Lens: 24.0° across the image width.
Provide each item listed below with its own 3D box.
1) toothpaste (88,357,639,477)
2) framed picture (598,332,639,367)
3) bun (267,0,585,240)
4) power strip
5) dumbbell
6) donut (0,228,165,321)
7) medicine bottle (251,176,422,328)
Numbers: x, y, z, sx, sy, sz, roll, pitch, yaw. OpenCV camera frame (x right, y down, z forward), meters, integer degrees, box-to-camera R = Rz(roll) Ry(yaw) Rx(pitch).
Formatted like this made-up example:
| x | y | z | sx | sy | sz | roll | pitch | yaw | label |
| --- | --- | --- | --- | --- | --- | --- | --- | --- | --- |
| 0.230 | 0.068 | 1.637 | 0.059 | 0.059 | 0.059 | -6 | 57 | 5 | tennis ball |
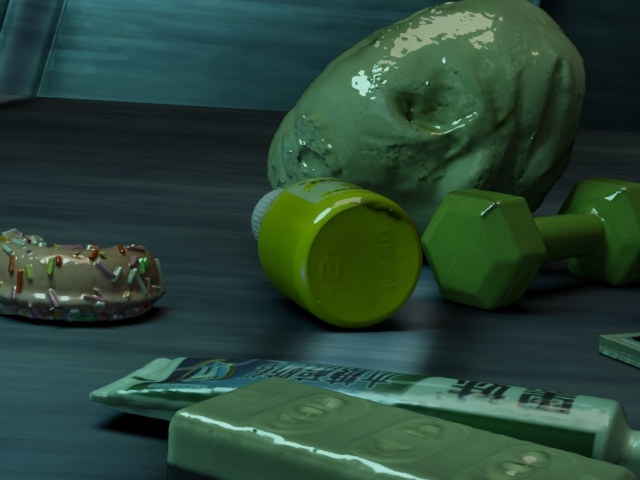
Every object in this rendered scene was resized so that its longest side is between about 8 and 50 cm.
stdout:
| x | y | z | sx | sy | sz | roll | pitch | yaw | label |
| --- | --- | --- | --- | --- | --- | --- | --- | --- | --- |
| 0.042 | 0.111 | 0.957 | 0.392 | 0.061 | 0.099 | 6 | 13 | 22 | toothpaste |
| 0.350 | 0.105 | 1.239 | 0.150 | 0.015 | 0.203 | -1 | 12 | -30 | framed picture |
| 0.124 | -0.104 | 1.652 | 0.362 | 0.234 | 0.326 | -28 | -11 | 1 | bun |
| 0.035 | 0.133 | 0.812 | 0.256 | 0.070 | 0.105 | 9 | 11 | 33 | power strip |
| 0.232 | -0.002 | 1.525 | 0.302 | 0.121 | 0.108 | -7 | 44 | -46 | dumbbell |
| -0.219 | 0.032 | 1.287 | 0.166 | 0.065 | 0.117 | 2 | 10 | 0 | donut |
| 0.000 | 0.000 | 1.386 | 0.122 | 0.122 | 0.212 | 0 | 11 | -21 | medicine bottle |
